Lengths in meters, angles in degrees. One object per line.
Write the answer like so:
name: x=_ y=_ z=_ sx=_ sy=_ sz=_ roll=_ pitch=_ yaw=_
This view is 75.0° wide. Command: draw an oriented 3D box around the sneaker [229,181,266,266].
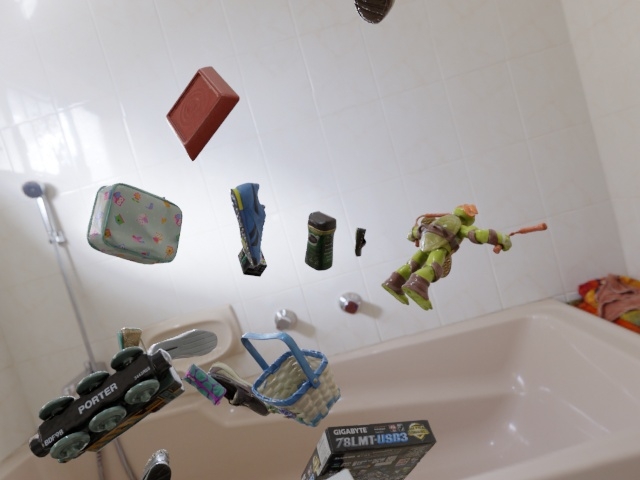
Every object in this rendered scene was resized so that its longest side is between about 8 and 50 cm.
sneaker: x=-0.160 y=-0.038 z=1.020 sx=0.082 sy=0.209 sz=0.069 roll=-18 pitch=21 yaw=-26

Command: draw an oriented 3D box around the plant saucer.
plant saucer: x=-0.404 y=-0.430 z=1.366 sx=0.259 sy=0.258 sz=0.047 roll=-48 pitch=-36 yaw=13

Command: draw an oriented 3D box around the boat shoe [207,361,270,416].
boat shoe: x=-0.305 y=0.569 z=1.547 sx=0.103 sy=0.285 sz=0.092 roll=-51 pitch=1 yaw=27

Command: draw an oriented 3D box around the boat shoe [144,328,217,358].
boat shoe: x=-0.552 y=0.417 z=1.654 sx=0.094 sy=0.109 sz=0.302 roll=-15 pitch=-11 yaw=38

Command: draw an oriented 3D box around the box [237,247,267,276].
box: x=-0.207 y=0.061 z=1.265 sx=0.062 sy=0.083 sz=0.052 roll=13 pitch=-54 yaw=-36

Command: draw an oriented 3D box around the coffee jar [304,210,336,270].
coffee jar: x=0.000 y=0.000 z=1.360 sx=0.079 sy=0.184 sz=0.096 roll=-19 pitch=36 yaw=-39

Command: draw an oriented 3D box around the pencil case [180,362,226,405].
pencil case: x=-0.388 y=0.480 z=1.389 sx=0.064 sy=0.151 sz=0.070 roll=-49 pitch=6 yaw=0

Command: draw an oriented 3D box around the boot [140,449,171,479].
boot: x=-0.496 y=0.741 z=1.201 sx=0.085 sy=0.236 sz=0.178 roll=24 pitch=-16 yaw=-14

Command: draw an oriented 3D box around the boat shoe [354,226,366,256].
boat shoe: x=0.155 y=0.010 z=1.610 sx=0.042 sy=0.133 sz=0.049 roll=10 pitch=35 yaw=14

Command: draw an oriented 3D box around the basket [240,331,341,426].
basket: x=-0.092 y=0.382 z=1.202 sx=0.201 sy=0.289 sz=0.254 roll=-37 pitch=12 yaw=-36

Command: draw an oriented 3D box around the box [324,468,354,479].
box: x=0.028 y=0.732 z=0.933 sx=0.215 sy=0.345 sz=0.168 roll=-21 pitch=29 yaw=-18

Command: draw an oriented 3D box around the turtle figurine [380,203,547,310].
turtle figurine: x=0.208 y=0.011 z=0.695 sx=0.217 sy=0.087 sz=0.269 roll=-50 pitch=29 yaw=-16

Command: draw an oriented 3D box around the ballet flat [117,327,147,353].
ballet flat: x=-0.503 y=0.330 z=1.128 sx=0.067 sy=0.206 sz=0.073 roll=-9 pitch=22 yaw=-37

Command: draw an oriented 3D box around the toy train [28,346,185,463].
toy train: x=-0.484 y=0.387 z=0.980 sx=0.334 sy=0.142 sz=0.190 roll=-36 pitch=-30 yaw=-14

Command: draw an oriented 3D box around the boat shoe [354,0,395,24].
boat shoe: x=0.132 y=-0.545 z=0.818 sx=0.095 sy=0.095 sz=0.257 roll=-55 pitch=-4 yaw=-11

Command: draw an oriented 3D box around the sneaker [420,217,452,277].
sneaker: x=0.345 y=0.018 z=1.226 sx=0.069 sy=0.186 sz=0.084 roll=-13 pitch=-8 yaw=22

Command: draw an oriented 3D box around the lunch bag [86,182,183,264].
lunch bag: x=-0.565 y=-0.050 z=1.299 sx=0.107 sy=0.224 sz=0.279 roll=-8 pitch=-19 yaw=28

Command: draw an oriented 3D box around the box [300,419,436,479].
box: x=0.115 y=0.590 z=1.105 sx=0.295 sy=0.293 sz=0.073 roll=4 pitch=38 yaw=-20
